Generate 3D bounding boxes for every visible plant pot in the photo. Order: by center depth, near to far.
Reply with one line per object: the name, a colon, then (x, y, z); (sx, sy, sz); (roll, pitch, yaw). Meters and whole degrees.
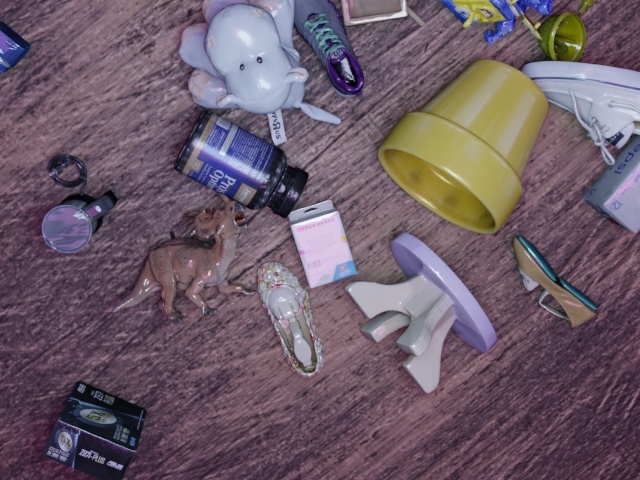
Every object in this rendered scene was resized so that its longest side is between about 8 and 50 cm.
plant pot: (0.269, -0.178, 1.495); (0.254, 0.254, 0.239); (37, 81, -12)

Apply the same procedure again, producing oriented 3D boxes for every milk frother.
milk frother: (-0.442, -0.068, 1.490); (0.143, 0.135, 0.129); (40, 95, -12)

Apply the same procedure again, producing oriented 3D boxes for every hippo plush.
hippo plush: (-0.131, -0.275, 1.406); (0.235, 0.236, 0.294); (-18, 105, 11)

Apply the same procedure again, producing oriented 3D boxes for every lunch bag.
lunch bag: (-0.542, -0.324, 1.443); (0.067, 0.098, 0.065); (41, 98, -18)

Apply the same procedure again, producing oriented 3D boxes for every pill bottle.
pill bottle: (-0.138, -0.130, 1.514); (0.219, 0.123, 0.122); (28, 98, -10)

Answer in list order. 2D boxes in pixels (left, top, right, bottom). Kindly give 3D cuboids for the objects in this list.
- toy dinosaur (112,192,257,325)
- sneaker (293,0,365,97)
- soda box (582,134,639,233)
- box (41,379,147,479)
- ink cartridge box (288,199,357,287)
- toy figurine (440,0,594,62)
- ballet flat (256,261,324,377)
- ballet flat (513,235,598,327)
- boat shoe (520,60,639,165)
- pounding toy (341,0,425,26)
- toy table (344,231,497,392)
toy dinosaur: (-0.244, 0.036, 1.546); (0.296, 0.127, 0.200); (-16, 96, 10)
sneaker: (0.018, -0.354, 1.494); (0.083, 0.098, 0.223); (-33, 104, 2)
soda box: (0.635, -0.155, 1.601); (0.091, 0.098, 0.286); (38, 95, -12)
box: (-0.409, 0.349, 1.559); (0.147, 0.180, 0.077); (26, 100, -10)
ink cartridge box: (0.000, 0.000, 1.573); (0.092, 0.090, 0.143); (-17, 102, -2)
toy figurine: (0.315, -0.441, 1.496); (0.363, 0.217, 0.191); (19, 84, -53)
ballet flat: (-0.050, 0.153, 1.608); (0.091, 0.077, 0.240); (-24, 103, 1)
ballet flat: (0.438, 0.088, 1.647); (0.232, 0.080, 0.073); (41, 110, -11)
boat shoe: (0.527, -0.215, 1.519); (0.367, 0.136, 0.156); (14, 90, 9)
pounding toy: (0.109, -0.433, 1.499); (0.141, 0.100, 0.130); (-7, 102, 7)
toy table: (0.180, 0.138, 1.557); (0.161, 0.252, 0.274); (-41, 91, -13)
